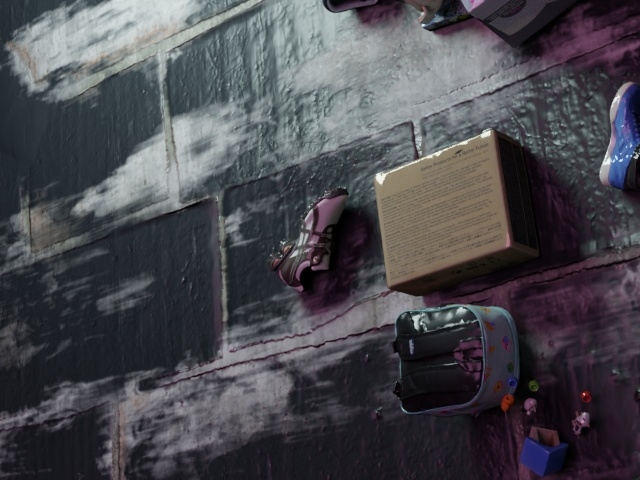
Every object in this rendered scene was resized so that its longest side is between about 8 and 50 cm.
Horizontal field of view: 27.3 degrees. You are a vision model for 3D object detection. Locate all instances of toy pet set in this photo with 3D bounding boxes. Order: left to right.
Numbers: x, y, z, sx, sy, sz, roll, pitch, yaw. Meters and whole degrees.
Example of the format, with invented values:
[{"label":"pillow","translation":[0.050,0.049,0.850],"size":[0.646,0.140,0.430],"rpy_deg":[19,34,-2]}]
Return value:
[{"label":"toy pet set","translation":[0.310,0.263,1.834],"size":[0.065,0.122,0.114],"rpy_deg":[-83,3,-65]}]

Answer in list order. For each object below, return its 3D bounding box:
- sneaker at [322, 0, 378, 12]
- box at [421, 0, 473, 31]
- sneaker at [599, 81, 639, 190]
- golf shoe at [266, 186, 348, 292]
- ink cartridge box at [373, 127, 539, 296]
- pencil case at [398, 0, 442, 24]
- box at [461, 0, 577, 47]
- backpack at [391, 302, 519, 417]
[{"label":"sneaker","translation":[0.082,-0.509,2.235],"size":[0.282,0.099,0.153],"rpy_deg":[-44,49,33]},{"label":"box","translation":[0.224,-0.402,2.134],"size":[0.137,0.027,0.094],"rpy_deg":[-12,72,39]},{"label":"sneaker","translation":[0.448,-0.144,1.851],"size":[0.084,0.058,0.152],"rpy_deg":[16,94,48]},{"label":"golf shoe","translation":[0.000,0.000,2.212],"size":[0.094,0.077,0.198],"rpy_deg":[47,115,23]},{"label":"ink cartridge box","translation":[0.205,-0.038,2.020],"size":[0.234,0.088,0.193],"rpy_deg":[-20,65,37]},{"label":"pencil case","translation":[0.209,-0.547,2.069],"size":[0.183,0.160,0.410],"rpy_deg":[34,97,30]},{"label":"box","translation":[0.322,-0.430,1.949],"size":[0.247,0.163,0.142],"rpy_deg":[-37,60,21]},{"label":"backpack","translation":[0.209,0.174,1.921],"size":[0.188,0.144,0.166],"rpy_deg":[-22,63,57]}]
